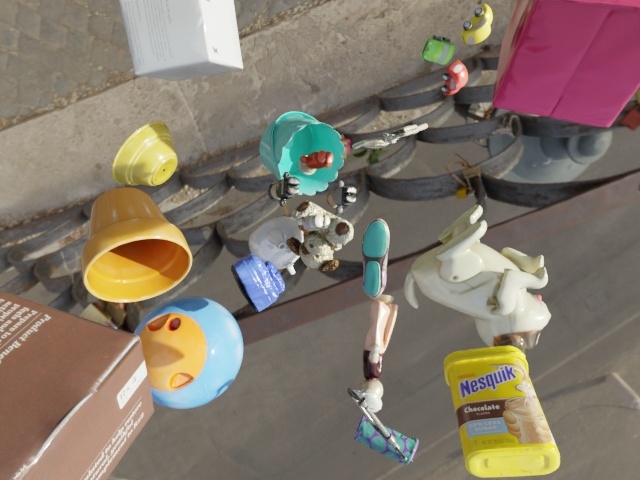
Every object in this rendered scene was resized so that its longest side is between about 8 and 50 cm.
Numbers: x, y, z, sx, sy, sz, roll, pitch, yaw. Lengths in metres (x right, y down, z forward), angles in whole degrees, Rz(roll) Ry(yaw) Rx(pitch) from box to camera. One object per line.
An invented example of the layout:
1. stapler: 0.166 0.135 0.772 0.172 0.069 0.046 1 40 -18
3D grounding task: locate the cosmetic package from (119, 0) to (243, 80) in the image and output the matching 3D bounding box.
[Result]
1. cosmetic package: -0.286 -0.434 0.890 0.183 0.151 0.151 -2 104 16

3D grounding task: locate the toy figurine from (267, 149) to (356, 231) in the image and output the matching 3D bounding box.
1. toy figurine: -0.024 -0.140 1.251 0.213 0.148 0.210 -47 109 -22

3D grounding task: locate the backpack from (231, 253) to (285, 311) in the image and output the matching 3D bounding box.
1. backpack: -0.149 0.088 0.994 0.101 0.098 0.120 -35 103 -15

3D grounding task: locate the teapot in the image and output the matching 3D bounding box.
1. teapot: -0.167 0.037 1.775 0.256 0.187 0.252 -4 145 -49

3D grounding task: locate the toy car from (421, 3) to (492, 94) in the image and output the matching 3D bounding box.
1. toy car: 0.345 -0.480 1.083 0.224 0.053 0.239 -19 140 -39

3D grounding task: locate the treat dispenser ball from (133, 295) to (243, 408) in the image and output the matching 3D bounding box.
1. treat dispenser ball: -0.351 0.292 1.115 0.288 0.288 0.288 -3 118 -7

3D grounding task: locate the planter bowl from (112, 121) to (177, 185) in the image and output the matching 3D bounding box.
1. planter bowl: -0.479 -0.224 1.210 0.090 0.217 0.217 38 108 2

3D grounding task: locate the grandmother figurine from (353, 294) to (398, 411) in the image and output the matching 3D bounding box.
1. grandmother figurine: 0.165 0.336 1.265 0.103 0.208 0.343 5 78 16

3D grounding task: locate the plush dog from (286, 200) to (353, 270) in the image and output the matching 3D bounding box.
1. plush dog: 0.000 0.000 1.647 0.262 0.210 0.226 29 92 22

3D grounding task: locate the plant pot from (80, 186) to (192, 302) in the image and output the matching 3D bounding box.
1. plant pot: -0.400 -0.005 0.891 0.205 0.188 0.205 -22 148 -15

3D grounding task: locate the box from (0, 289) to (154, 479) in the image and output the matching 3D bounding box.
1. box: -0.381 0.142 0.395 0.381 0.191 0.143 15 127 11

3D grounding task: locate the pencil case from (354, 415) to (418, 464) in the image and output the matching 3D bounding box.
1. pencil case: 0.162 0.492 1.042 0.151 0.070 0.065 18 113 20

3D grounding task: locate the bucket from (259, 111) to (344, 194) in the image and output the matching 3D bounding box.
1. bucket: -0.073 -0.318 1.519 0.281 0.183 0.281 -22 130 -29

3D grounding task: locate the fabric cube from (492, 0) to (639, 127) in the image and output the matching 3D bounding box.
1. fabric cube: 0.532 -0.434 0.864 0.258 0.254 0.258 14 152 11

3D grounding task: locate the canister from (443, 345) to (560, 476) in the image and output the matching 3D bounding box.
1. canister: 0.257 0.245 0.616 0.126 0.170 0.073 -10 121 13

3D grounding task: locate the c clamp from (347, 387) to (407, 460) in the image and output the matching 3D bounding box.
1. c clamp: 0.118 0.389 0.918 0.022 0.137 0.161 -38 87 -14

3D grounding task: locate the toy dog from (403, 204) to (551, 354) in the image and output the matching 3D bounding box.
1. toy dog: 0.492 0.163 1.258 0.408 0.284 0.395 46 105 1

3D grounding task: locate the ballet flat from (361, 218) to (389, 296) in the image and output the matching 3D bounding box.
1. ballet flat: 0.157 0.047 1.175 0.076 0.079 0.222 5 101 23

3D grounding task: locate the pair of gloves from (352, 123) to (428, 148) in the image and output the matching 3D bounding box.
1. pair of gloves: 0.265 -0.387 1.603 0.240 0.204 0.042 -9 99 41
